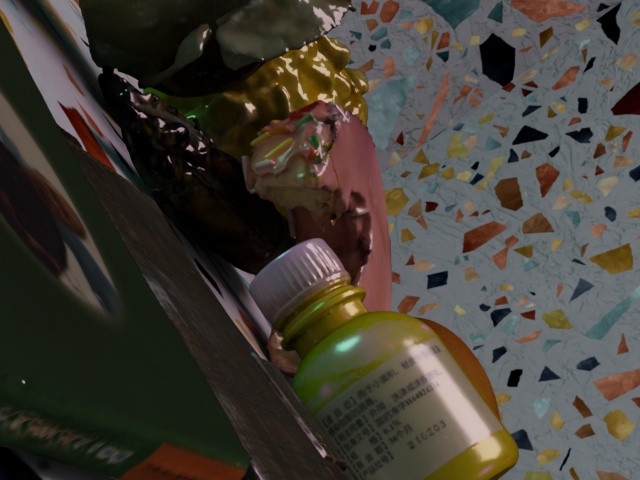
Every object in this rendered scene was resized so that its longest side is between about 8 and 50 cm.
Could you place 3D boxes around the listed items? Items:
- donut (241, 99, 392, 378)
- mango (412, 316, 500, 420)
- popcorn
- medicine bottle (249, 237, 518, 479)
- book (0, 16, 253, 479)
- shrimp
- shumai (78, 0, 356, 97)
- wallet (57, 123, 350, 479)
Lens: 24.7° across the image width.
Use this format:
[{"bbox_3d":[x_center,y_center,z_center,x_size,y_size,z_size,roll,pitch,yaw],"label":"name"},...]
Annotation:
[{"bbox_3d":[0.000,0.000,1.191,0.199,0.085,0.232,-38,123,-69],"label":"donut"},{"bbox_3d":[0.116,0.182,1.544,0.175,0.139,0.254,41,14,-21],"label":"mango"},{"bbox_3d":[-0.069,-0.124,1.513,0.249,0.249,0.225,54,30,-21],"label":"popcorn"},{"bbox_3d":[0.034,0.101,1.037,0.212,0.122,0.122,54,2,14],"label":"medicine bottle"},{"bbox_3d":[-0.148,-0.050,0.440,0.260,0.043,0.371,57,4,21],"label":"book"},{"bbox_3d":[-0.124,-0.071,1.253,0.233,0.071,0.365,45,-1,25],"label":"shrimp"},{"bbox_3d":[-0.141,-0.290,1.295,0.395,0.395,0.348,-122,-164,-69],"label":"shumai"},{"bbox_3d":[-0.042,0.080,0.668,0.317,0.044,0.169,53,5,24],"label":"wallet"}]
